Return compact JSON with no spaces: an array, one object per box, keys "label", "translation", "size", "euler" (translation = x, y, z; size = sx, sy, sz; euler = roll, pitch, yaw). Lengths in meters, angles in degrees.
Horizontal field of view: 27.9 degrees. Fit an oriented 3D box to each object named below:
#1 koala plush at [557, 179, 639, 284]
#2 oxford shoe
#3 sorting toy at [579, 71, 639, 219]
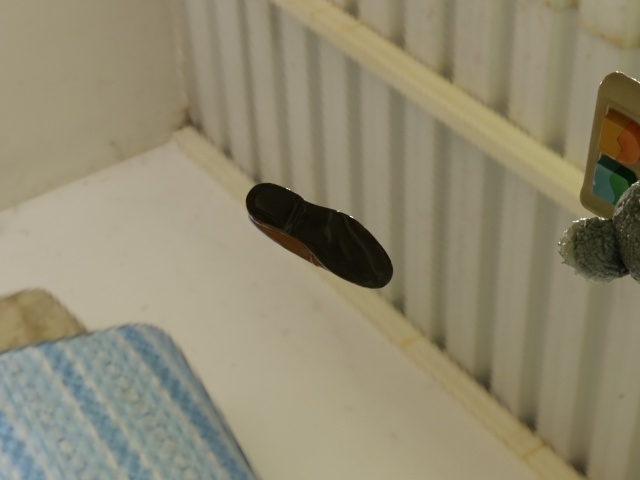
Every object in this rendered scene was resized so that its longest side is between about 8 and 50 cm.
[{"label":"koala plush","translation":[0.335,0.010,1.120],"size":[0.196,0.221,0.203],"euler":[-19,-123,41]},{"label":"oxford shoe","translation":[0.000,0.000,1.665],"size":[0.212,0.076,0.076],"euler":[32,-21,9]},{"label":"sorting toy","translation":[0.390,-0.072,1.507],"size":[0.193,0.038,0.208],"euler":[36,-34,28]}]
